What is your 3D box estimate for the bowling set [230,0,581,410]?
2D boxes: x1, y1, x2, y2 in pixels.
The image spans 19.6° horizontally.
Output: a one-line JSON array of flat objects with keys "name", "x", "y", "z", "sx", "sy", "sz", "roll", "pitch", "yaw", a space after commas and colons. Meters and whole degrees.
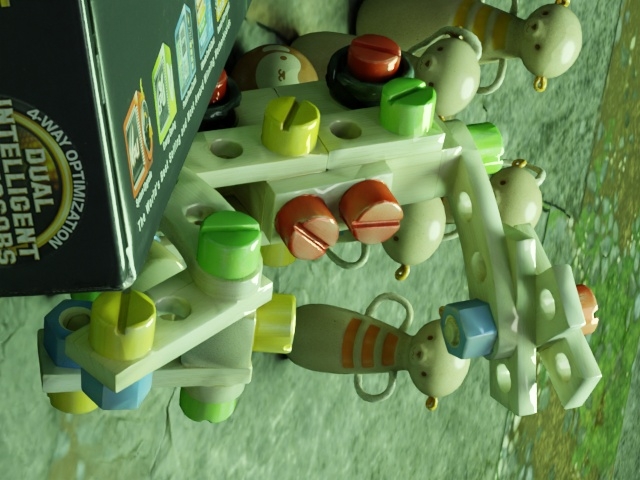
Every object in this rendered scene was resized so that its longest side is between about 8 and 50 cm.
[{"name": "bowling set", "x": 0.043, "y": -0.046, "z": 1.134, "sx": 0.200, "sy": 0.154, "sz": 0.287, "roll": 22, "pitch": 78, "yaw": -63}]

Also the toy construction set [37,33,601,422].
[{"name": "toy construction set", "x": 0.000, "y": 0.000, "z": 0.962, "sx": 0.328, "sy": 0.215, "sz": 0.151, "roll": 3, "pitch": 126, "yaw": -30}]

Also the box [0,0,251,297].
[{"name": "box", "x": -0.099, "y": -0.204, "z": 0.738, "sx": 0.395, "sy": 0.097, "sz": 0.318, "roll": -75, "pitch": 160, "yaw": -64}]
